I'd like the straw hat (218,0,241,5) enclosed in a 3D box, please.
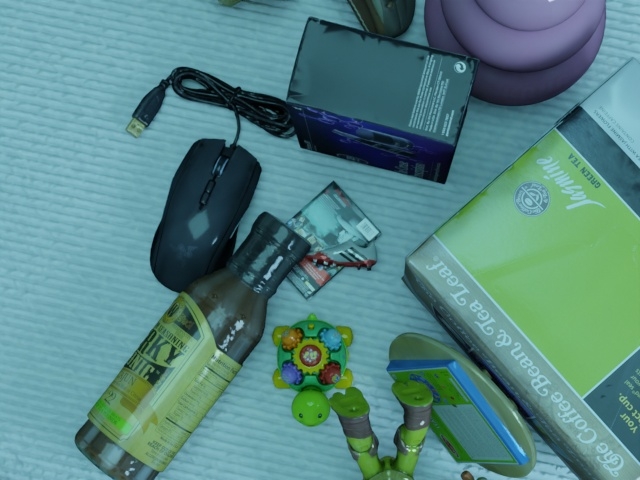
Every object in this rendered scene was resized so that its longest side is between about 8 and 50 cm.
[{"bbox_3d":[-0.105,-0.312,1.741,0.144,0.144,0.061,41,125,6],"label":"straw hat"}]

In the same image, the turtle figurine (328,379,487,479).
[{"bbox_3d":[0.062,0.266,1.615,0.270,0.087,0.217,-3,118,8],"label":"turtle figurine"}]

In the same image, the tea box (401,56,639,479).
[{"bbox_3d":[0.309,0.048,1.572,0.323,0.220,0.329,-40,83,-3],"label":"tea box"}]

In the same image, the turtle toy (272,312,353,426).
[{"bbox_3d":[-0.010,0.148,1.688,0.095,0.066,0.130,-1,83,2],"label":"turtle toy"}]

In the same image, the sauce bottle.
[{"bbox_3d":[-0.140,0.121,1.677,0.111,0.111,0.344,36,84,6],"label":"sauce bottle"}]

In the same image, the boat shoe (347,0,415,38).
[{"bbox_3d":[0.010,-0.381,1.737,0.116,0.123,0.324,-22,92,33],"label":"boat shoe"}]

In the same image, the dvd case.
[{"bbox_3d":[0.000,0.000,1.732,0.119,0.013,0.087,-43,84,-2],"label":"dvd case"}]

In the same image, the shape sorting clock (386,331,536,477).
[{"bbox_3d":[0.155,0.180,1.613,0.206,0.206,0.040,43,64,6],"label":"shape sorting clock"}]

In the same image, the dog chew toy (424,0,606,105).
[{"bbox_3d":[0.218,-0.264,1.593,0.207,0.332,0.206,0,84,2],"label":"dog chew toy"}]

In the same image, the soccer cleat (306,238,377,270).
[{"bbox_3d":[0.025,0.015,1.709,0.083,0.029,0.035,4,75,0],"label":"soccer cleat"}]

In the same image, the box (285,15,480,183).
[{"bbox_3d":[0.067,-0.147,1.621,0.184,0.261,0.103,17,84,5],"label":"box"}]

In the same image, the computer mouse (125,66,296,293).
[{"bbox_3d":[-0.157,-0.080,1.724,0.184,0.060,0.262,27,85,4],"label":"computer mouse"}]
